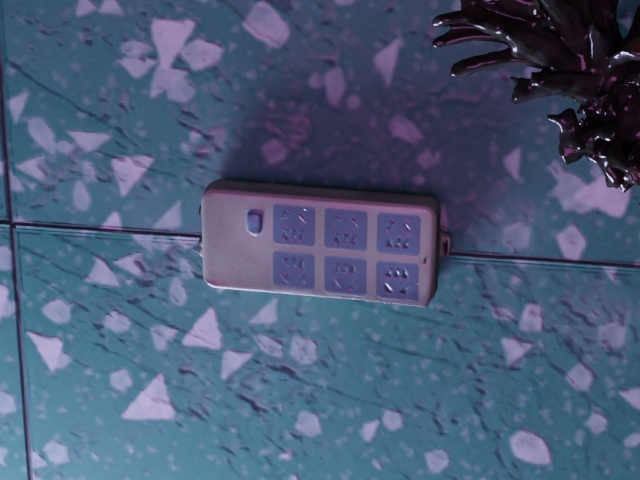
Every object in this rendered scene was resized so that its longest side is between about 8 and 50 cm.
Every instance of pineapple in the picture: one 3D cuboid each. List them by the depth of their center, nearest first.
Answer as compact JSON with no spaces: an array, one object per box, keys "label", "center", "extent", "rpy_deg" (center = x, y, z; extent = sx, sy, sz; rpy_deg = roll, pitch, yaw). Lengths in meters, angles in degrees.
[{"label":"pineapple","center":[0.232,-0.074,1.097],"extent":[0.340,0.169,0.169],"rpy_deg":[34,114,4]}]

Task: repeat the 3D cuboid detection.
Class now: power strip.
[{"label":"power strip","center":[0.000,0.000,1.225],"extent":[0.192,0.035,0.081],"rpy_deg":[5,115,9]}]
